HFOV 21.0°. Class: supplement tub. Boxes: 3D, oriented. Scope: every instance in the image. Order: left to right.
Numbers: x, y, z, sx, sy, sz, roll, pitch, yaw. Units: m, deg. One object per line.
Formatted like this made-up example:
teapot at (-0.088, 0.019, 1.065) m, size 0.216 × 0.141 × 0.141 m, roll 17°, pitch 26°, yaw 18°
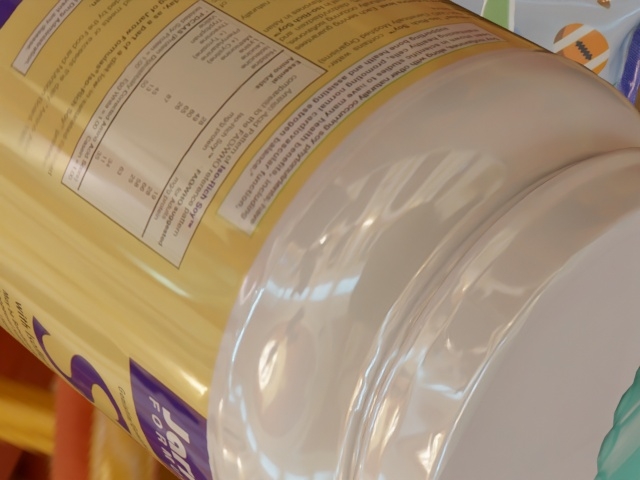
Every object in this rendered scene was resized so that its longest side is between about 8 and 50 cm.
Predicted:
supplement tub at (0.000, 0.000, 0.760) m, size 0.331 × 0.241 × 0.241 m, roll 34°, pitch 146°, yaw 38°

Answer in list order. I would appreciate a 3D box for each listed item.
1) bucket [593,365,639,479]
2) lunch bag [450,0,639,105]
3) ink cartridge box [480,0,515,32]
bucket at (0.193, 0.065, 0.308) m, size 0.281 × 0.281 × 0.183 m, roll 28°, pitch 144°, yaw -7°
lunch bag at (0.059, -0.245, 1.342) m, size 0.327 × 0.385 × 0.239 m, roll 5°, pitch 131°, yaw -14°
ink cartridge box at (-0.003, -0.158, 1.037) m, size 0.235 × 0.056 × 0.171 m, roll -1°, pitch 106°, yaw -3°
